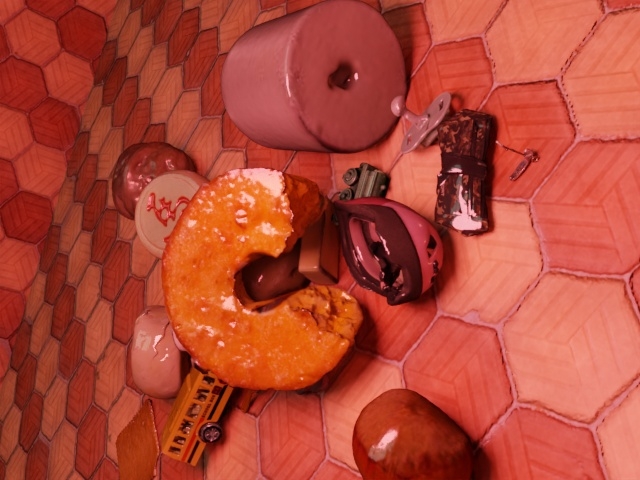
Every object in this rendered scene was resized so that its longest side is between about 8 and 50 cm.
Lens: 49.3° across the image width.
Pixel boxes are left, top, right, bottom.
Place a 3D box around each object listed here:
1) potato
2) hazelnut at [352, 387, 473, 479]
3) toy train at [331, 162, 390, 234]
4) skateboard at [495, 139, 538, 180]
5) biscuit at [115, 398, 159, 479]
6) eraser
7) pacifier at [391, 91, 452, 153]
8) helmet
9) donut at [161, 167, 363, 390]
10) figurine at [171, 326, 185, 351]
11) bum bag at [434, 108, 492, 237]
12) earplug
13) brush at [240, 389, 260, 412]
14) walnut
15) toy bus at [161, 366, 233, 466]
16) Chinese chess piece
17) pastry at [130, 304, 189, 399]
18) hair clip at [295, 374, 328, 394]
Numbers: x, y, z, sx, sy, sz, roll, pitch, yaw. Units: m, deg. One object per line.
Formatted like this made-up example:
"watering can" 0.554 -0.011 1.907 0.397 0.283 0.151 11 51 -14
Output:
"potato" -0.169 0.032 1.625 0.326 0.221 0.243 35 112 38
"hazelnut" 0.138 0.352 1.137 0.210 0.186 0.210 -12 66 29
"toy train" 0.092 -0.082 1.475 0.111 0.071 0.170 11 83 44
"skateboard" 0.323 -0.137 1.190 0.064 0.083 0.032 -54 41 23
"biscuit" -0.526 0.609 2.003 0.232 0.013 0.237 -49 43 26
"eraser" 0.000 0.000 1.506 0.058 0.117 0.172 -3 71 21
"pacifier" 0.191 -0.249 1.381 0.150 0.117 0.126 -46 17 40
"helmet" 0.136 0.006 1.311 0.253 0.154 0.198 -121 16 -59
"donut" -0.123 0.074 1.384 0.378 0.163 0.435 -13 97 22
"figurine" -0.269 0.173 1.787 0.141 0.166 0.250 -6 48 20
"bum bag" 0.260 -0.125 1.275 0.102 0.069 0.248 1 71 15
"earplug" -0.048 -0.346 1.564 0.394 0.313 0.312 8 82 55
"brush" -0.161 0.349 1.605 0.043 0.014 0.170 39 135 19
"walnut" -0.517 -0.182 2.151 0.273 0.227 0.273 -31 48 40
"toy bus" -0.267 0.363 1.664 0.335 0.123 0.121 -64 17 11
"Chinese chess piece" -0.396 -0.065 1.961 0.273 0.102 0.273 -1 88 23
"pastry" -0.416 0.289 1.834 0.265 0.133 0.264 1 -90 -90
"hair clip" -0.063 0.259 1.527 0.257 0.075 0.146 -2 76 45
